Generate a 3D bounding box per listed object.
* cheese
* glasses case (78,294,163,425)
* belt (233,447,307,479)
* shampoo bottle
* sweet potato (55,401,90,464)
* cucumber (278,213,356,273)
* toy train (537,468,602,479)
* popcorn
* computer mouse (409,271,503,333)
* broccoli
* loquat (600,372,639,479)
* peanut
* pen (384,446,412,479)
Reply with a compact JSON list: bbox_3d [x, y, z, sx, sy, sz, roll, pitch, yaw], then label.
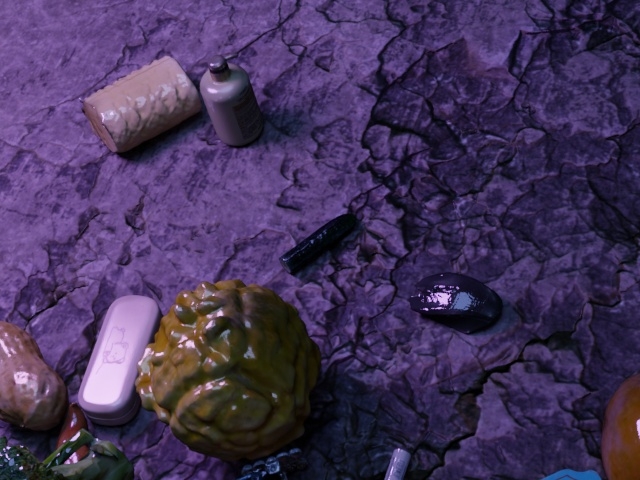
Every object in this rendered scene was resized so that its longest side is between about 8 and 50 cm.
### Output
[{"bbox_3d":[-0.285,-0.217,2.277,0.167,0.094,0.123,-31,42,-16],"label":"cheese"},{"bbox_3d":[-0.279,0.167,2.002,0.083,0.050,0.196,1,53,17],"label":"glasses case"},{"bbox_3d":[-0.107,0.328,1.828,0.179,0.065,0.100,-6,62,9],"label":"belt"},{"bbox_3d":[-0.142,-0.224,2.198,0.079,0.162,0.079,-7,52,9],"label":"shampoo bottle"},{"bbox_3d":[-0.327,0.312,1.900,0.058,0.055,0.202,-5,51,-3],"label":"sweet potato"},{"bbox_3d":[0.000,0.000,2.074,0.133,0.032,0.032,-35,53,-15],"label":"cucumber"},{"bbox_3d":[0.273,0.367,1.671,0.203,0.112,0.163,-23,47,-5],"label":"toy train"},{"bbox_3d":[-0.123,0.173,1.859,0.225,0.249,0.249,-38,46,25],"label":"popcorn"},{"bbox_3d":[0.185,0.079,1.957,0.135,0.047,0.079,12,56,24],"label":"computer mouse"},{"bbox_3d":[-0.334,0.353,1.727,0.308,0.308,0.275,20,56,27],"label":"broccoli"},{"bbox_3d":[0.422,0.253,1.677,0.179,0.179,0.227,-25,45,-5],"label":"loquat"},{"bbox_3d":[-0.434,0.186,1.999,0.103,0.098,0.229,-21,45,-30],"label":"peanut"},{"bbox_3d":[0.075,0.354,1.786,0.025,0.025,0.204,9,57,20],"label":"pen"}]
